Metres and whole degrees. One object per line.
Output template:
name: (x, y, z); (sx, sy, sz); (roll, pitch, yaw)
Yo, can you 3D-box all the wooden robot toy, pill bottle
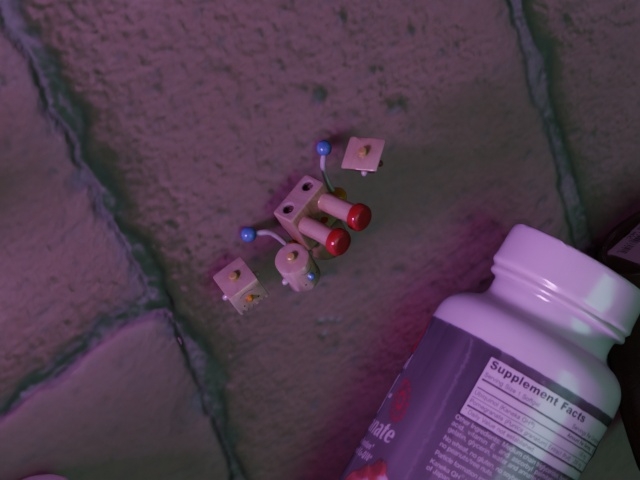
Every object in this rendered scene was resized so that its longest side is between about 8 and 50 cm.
wooden robot toy: (0.000, 0.000, 1.430); (0.173, 0.076, 0.079); (-49, 146, -13)
pill bottle: (0.143, 0.154, 1.560); (0.176, 0.176, 0.318); (33, 86, -47)

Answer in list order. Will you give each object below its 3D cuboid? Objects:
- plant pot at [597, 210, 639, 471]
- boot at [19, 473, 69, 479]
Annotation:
plant pot: (0.351, 0.086, 1.727); (0.215, 0.215, 0.230); (-42, 118, -21)
boot: (-0.248, 0.241, 1.309); (0.190, 0.069, 0.086); (-21, 120, -37)
